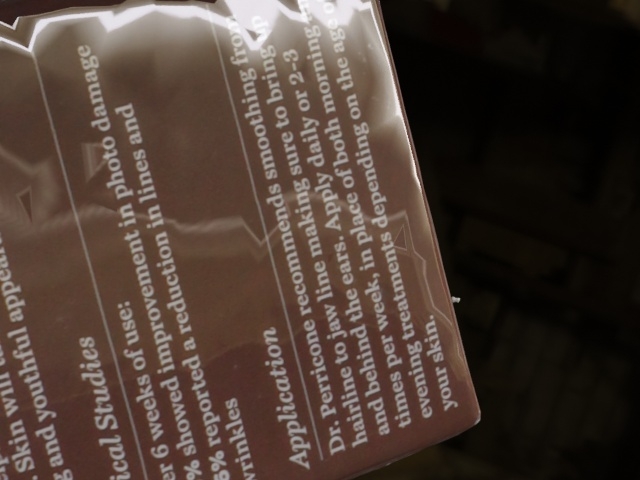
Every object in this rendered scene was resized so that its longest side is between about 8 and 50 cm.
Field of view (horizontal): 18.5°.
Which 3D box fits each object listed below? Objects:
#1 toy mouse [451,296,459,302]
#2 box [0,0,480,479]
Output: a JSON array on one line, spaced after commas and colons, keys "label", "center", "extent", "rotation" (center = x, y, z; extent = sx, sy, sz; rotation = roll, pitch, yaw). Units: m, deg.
[{"label": "toy mouse", "center": [0.000, 0.000, 1.117], "extent": [0.143, 0.161, 0.031], "rotation": [-14, 127, -68]}, {"label": "box", "center": [-0.148, 0.030, 0.637], "extent": [0.381, 0.143, 0.191], "rotation": [-18, 97, -34]}]
